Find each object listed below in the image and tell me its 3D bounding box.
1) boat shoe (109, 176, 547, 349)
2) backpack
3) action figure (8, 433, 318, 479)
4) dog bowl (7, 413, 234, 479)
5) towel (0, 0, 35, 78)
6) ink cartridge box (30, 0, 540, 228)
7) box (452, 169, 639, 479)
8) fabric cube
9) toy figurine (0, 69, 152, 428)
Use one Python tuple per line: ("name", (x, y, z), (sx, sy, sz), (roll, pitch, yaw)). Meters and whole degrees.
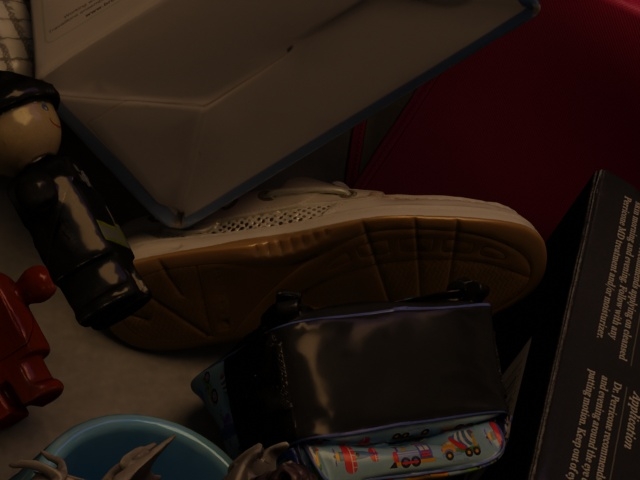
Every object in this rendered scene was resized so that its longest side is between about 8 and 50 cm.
("boat shoe", (0.000, 0.000, 1.211), (0.277, 0.098, 0.096), (-3, 37, -2))
("backpack", (0.010, 0.100, 1.134), (0.158, 0.173, 0.117), (-4, 74, -29))
("action figure", (-0.036, 0.187, 0.961), (0.285, 0.099, 0.185), (33, 48, 5))
("dog bowl", (-0.077, 0.220, 1.029), (0.166, 0.074, 0.297), (-6, 54, -34))
("towel", (-0.315, -0.161, 1.212), (0.235, 0.121, 0.284), (-6, 54, -36))
("ink cartridge box", (-0.047, -0.227, 1.260), (0.151, 0.270, 0.395), (51, 14, -37))
("box", (0.239, 0.183, 1.169), (0.312, 0.179, 0.343), (26, 43, -5))
("fabric cube", (0.193, -0.142, 1.385), (0.258, 0.254, 0.259), (21, 43, -12))
("toy figurine", (-0.220, 0.024, 1.025), (0.209, 0.213, 0.148), (-22, 76, -36))
